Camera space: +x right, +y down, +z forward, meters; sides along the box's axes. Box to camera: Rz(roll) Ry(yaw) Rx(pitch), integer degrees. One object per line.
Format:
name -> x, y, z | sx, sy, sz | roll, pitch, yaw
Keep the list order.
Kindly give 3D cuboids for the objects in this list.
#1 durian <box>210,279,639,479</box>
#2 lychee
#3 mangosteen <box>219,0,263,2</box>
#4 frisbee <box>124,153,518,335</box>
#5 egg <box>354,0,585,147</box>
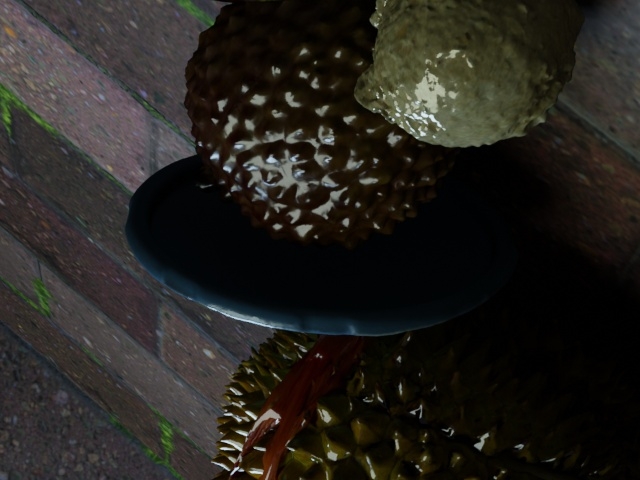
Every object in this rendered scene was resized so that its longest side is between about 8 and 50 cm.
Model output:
durian -> 0.089, 0.180, 1.321 | 0.384, 0.347, 0.348 | 6, 141, 38
lychee -> -0.001, -0.089, 1.184 | 0.200, 0.200, 0.238 | 47, 130, -10
mangosteen -> -0.013, -0.237, 0.945 | 0.231, 0.231, 0.289 | 31, -166, 30
frisbee -> 0.000, 0.005, 1.261 | 0.289, 0.289, 0.049 | 28, 125, 36
egg -> 0.091, -0.116, 1.038 | 0.118, 0.140, 0.116 | 41, 167, 46
